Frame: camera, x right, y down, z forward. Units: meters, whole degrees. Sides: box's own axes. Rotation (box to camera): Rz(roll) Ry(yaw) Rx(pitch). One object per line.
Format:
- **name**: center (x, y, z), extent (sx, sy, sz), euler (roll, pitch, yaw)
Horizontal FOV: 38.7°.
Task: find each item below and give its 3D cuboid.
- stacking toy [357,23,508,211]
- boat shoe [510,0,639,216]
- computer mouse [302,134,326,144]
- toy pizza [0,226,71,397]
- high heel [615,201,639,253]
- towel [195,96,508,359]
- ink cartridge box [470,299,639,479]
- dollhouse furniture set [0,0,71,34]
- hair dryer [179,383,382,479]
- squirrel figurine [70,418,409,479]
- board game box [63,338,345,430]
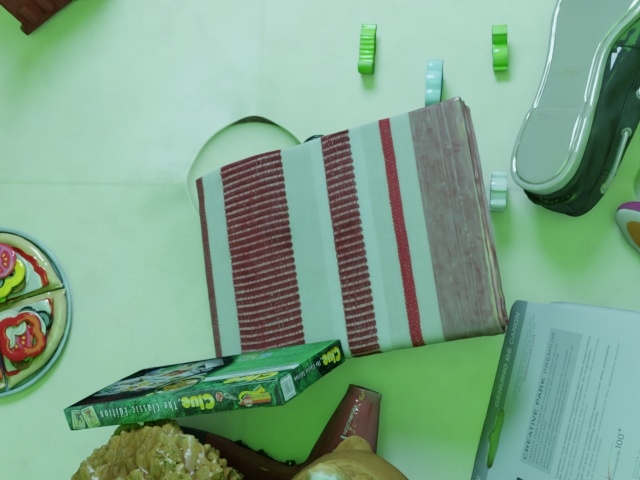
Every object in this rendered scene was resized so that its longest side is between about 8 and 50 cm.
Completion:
- **stacking toy**: center (0.121, -0.134, 0.997), extent (0.166, 0.052, 0.221), euler (2, 83, 9)
- **boat shoe**: center (0.299, -0.185, 0.966), extent (0.112, 0.095, 0.335), euler (18, 82, 46)
- **computer mouse**: center (0.000, 0.000, 1.008), extent (0.071, 0.041, 0.242), euler (-6, 82, 9)
- **toy pizza**: center (-0.389, 0.083, 1.065), extent (0.201, 0.032, 0.201), euler (-1, 84, 9)
- **high heel**: center (0.432, -0.001, 0.933), extent (0.244, 0.082, 0.117), euler (27, 60, 23)
- **towel**: center (0.021, 0.005, 0.956), extent (0.328, 0.037, 0.237), euler (-13, 78, 26)
- **ink cartridge box**: center (0.271, 0.223, 0.871), extent (0.130, 0.272, 0.310), euler (16, 86, -20)
- **dollhouse furniture set**: center (-0.370, -0.399, 0.946), extent (0.152, 0.374, 0.201), euler (-35, 78, -1)
- **hair dryer**: center (-0.051, 0.253, 0.967), extent (0.293, 0.080, 0.224), euler (-34, 81, 4)
- **squirrel figurine**: center (-0.091, 0.318, 0.812), extent (0.397, 0.281, 0.370), euler (34, 96, 16)
- **board game box**: center (-0.118, 0.146, 0.922), extent (0.259, 0.136, 0.030), euler (-12, 93, 29)
